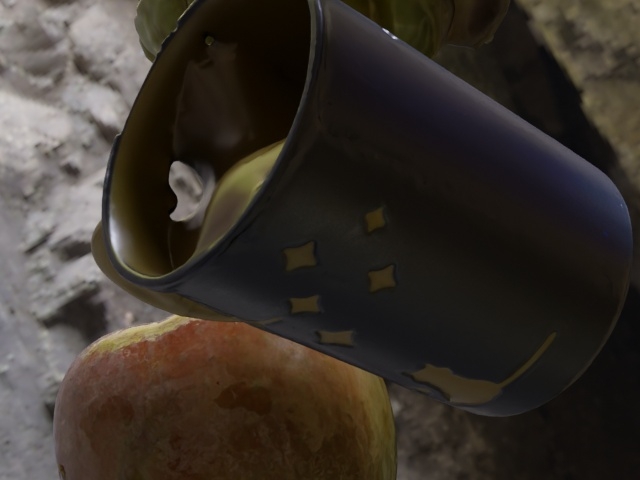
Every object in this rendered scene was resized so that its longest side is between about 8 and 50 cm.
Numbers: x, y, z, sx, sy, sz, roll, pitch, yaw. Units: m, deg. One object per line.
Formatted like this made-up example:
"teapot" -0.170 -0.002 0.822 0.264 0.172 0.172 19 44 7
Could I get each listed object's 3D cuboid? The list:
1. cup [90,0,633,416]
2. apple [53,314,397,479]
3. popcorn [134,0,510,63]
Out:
"cup" 0.011 -0.019 0.819 0.256 0.255 0.178 27 82 -35
"apple" -0.087 0.212 1.413 0.338 0.338 0.305 -9 80 -68
"popcorn" -0.001 -0.191 0.987 0.270 0.224 0.258 -7 72 -26
